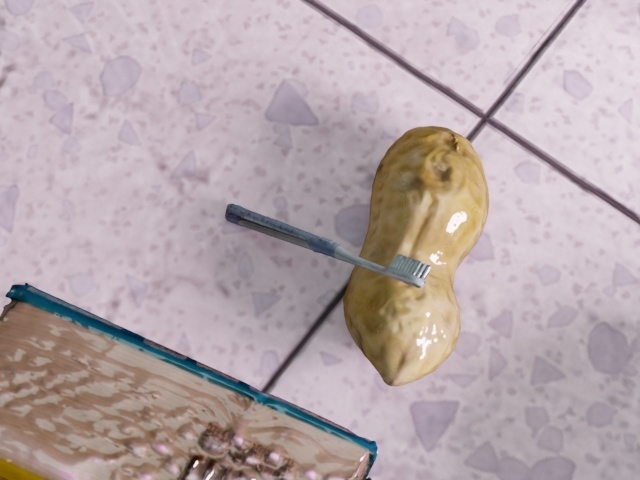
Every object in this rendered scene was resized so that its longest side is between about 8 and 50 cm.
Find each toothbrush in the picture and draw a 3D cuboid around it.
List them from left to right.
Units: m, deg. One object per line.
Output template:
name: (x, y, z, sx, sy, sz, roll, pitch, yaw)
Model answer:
toothbrush: (0.000, 0.000, 0.884, 0.219, 0.016, 0.019, 18, 73, 44)

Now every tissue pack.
tissue pack: (-0.111, 0.158, 0.787, 0.270, 0.192, 0.134, 23, 68, 8)

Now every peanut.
peanut: (0.076, 0.010, 0.901, 0.098, 0.103, 0.229, 8, 65, 13)
